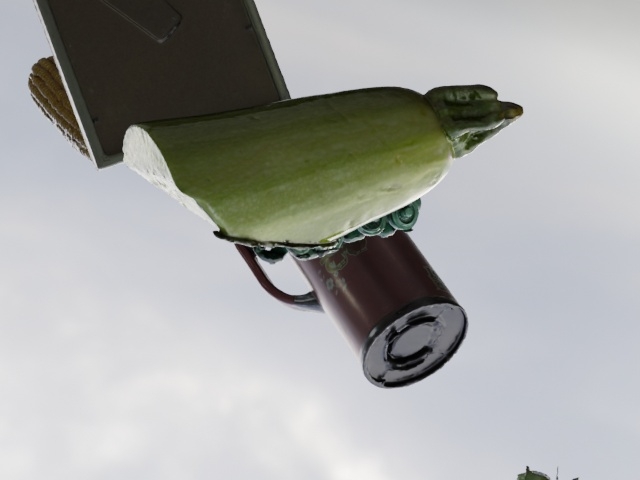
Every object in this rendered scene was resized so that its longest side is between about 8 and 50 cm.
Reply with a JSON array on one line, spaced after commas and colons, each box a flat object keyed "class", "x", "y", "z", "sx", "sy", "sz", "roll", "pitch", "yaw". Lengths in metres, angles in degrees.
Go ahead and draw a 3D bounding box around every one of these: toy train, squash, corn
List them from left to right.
[{"class": "corn", "x": -0.278, "y": -0.149, "z": 1.977, "sx": 0.068, "sy": 0.068, "sz": 0.207, "roll": 12, "pitch": -157, "yaw": -40}, {"class": "toy train", "x": 0.006, "y": -0.028, "z": 1.125, "sx": 0.148, "sy": 0.071, "sz": 0.038, "roll": -15, "pitch": -178, "yaw": -41}, {"class": "squash", "x": 0.008, "y": -0.036, "z": 0.861, "sx": 0.200, "sy": 0.075, "sz": 0.090, "roll": -11, "pitch": -172, "yaw": -21}]

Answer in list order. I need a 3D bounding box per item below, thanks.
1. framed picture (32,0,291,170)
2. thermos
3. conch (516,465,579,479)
[{"class": "framed picture", "x": -0.121, "y": -0.164, "z": 1.202, "sx": 0.150, "sy": 0.203, "sz": 0.015, "roll": -20, "pitch": 177, "yaw": -19}, {"class": "thermos", "x": 0.008, "y": -0.002, "z": 1.668, "sx": 0.109, "sy": 0.136, "sz": 0.330, "roll": 4, "pitch": -142, "yaw": -39}, {"class": "conch", "x": 0.152, "y": 0.231, "z": 1.137, "sx": 0.079, "sy": 0.170, "sz": 0.106, "roll": -12, "pitch": 174, "yaw": -39}]
